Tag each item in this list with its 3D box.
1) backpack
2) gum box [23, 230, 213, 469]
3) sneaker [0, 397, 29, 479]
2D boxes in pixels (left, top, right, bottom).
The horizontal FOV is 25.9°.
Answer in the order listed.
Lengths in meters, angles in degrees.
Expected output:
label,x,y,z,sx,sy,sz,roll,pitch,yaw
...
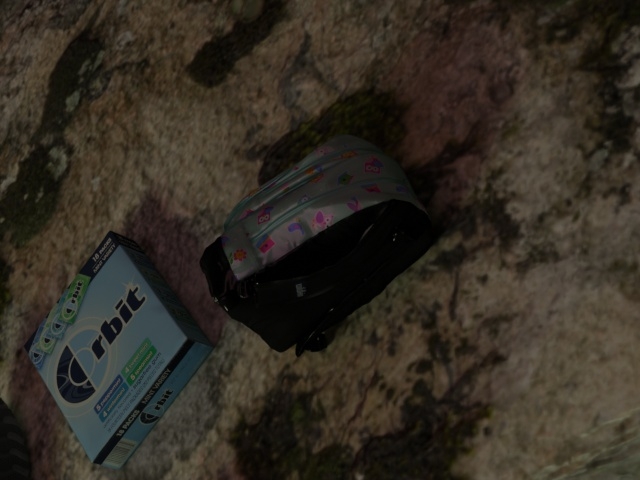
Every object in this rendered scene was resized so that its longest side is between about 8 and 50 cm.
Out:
label,x,y,z,sx,sy,sz,roll,pitch,yaw
backpack,0.000,0.000,1.169,0.182,0.152,0.115,-36,60,9
gum box,-0.202,0.105,1.367,0.157,0.041,0.184,-53,47,11
sneaker,-0.366,0.281,1.387,0.115,0.105,0.281,-23,58,32
